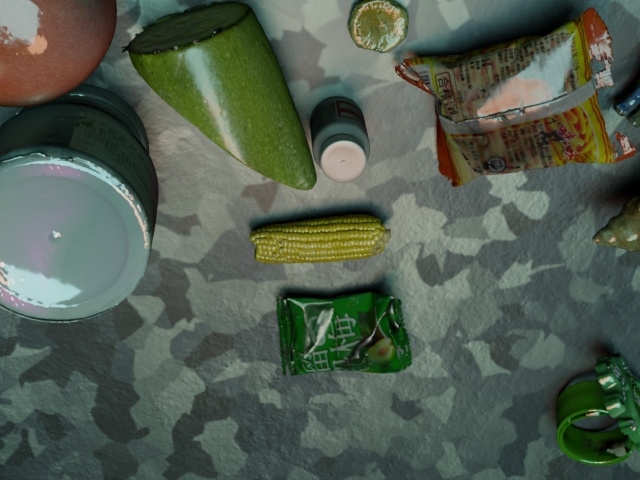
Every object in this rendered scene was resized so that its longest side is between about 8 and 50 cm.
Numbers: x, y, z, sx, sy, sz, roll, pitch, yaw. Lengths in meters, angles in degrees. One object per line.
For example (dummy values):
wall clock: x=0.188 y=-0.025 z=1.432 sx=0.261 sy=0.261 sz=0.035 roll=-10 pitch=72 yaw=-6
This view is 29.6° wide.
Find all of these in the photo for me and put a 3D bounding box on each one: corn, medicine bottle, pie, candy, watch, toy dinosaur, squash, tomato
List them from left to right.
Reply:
tomato: x=-0.371 y=-0.293 z=1.485 sx=0.224 sy=0.256 sz=0.256 roll=-11 pitch=119 yaw=20
medicine bottle: x=-0.333 y=-0.067 z=1.580 sx=0.244 sy=0.290 sz=0.245 roll=-2 pitch=119 yaw=-3
squash: x=-0.128 y=-0.168 z=1.596 sx=0.189 sy=0.189 sz=0.261 roll=-16 pitch=117 yaw=5
corn: x=0.000 y=0.000 z=1.758 sx=0.206 sy=0.067 sz=0.067 roll=-5 pitch=118 yaw=1
medicine bottle: x=0.027 y=-0.135 z=1.647 sx=0.079 sy=0.140 sz=0.079 roll=-1 pitch=117 yaw=-2
candy: x=0.034 y=0.142 z=1.832 sx=0.203 sy=0.078 sz=0.141 roll=-1 pitch=107 yaw=10
pie: x=0.079 y=-0.292 z=1.637 sx=0.084 sy=0.020 sz=0.084 roll=-2 pitch=119 yaw=-4
watch: x=0.436 y=0.269 z=1.908 sx=0.152 sy=0.131 sz=0.165 roll=-29 pitch=121 yaw=32
toy dinosaur: x=0.505 y=-0.216 z=1.671 sx=0.188 sy=0.075 sz=0.247 roll=-44 pitch=120 yaw=15

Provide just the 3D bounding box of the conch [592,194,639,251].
conch: x=0.576 y=-0.027 z=1.711 sx=0.386 sy=0.203 sz=0.170 roll=1 pitch=88 yaw=-1

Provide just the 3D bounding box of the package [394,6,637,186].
package: x=0.264 y=-0.174 z=1.642 sx=0.288 sy=0.108 sz=0.223 roll=-10 pitch=121 yaw=24
